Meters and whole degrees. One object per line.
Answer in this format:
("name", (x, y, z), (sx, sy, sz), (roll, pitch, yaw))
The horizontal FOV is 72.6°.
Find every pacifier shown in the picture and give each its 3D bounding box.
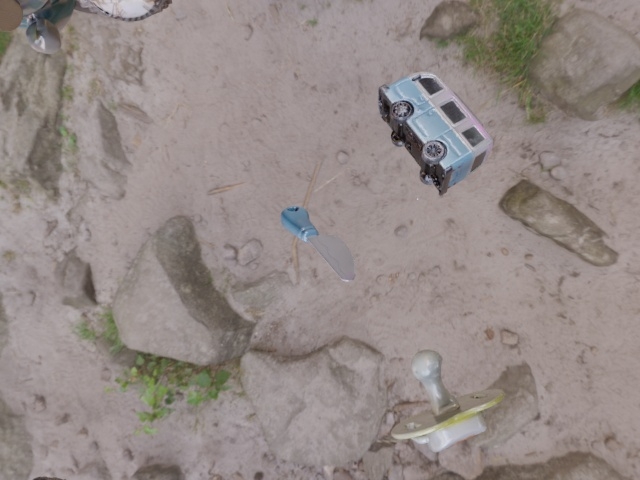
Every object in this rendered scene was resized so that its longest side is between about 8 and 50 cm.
("pacifier", (0.083, 0.109, 0.308), (0.083, 0.068, 0.064), (-17, 78, -12))

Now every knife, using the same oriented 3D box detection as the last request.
("knife", (0.002, -0.001, 0.691), (0.058, 0.244, 0.032), (-11, 119, -26))

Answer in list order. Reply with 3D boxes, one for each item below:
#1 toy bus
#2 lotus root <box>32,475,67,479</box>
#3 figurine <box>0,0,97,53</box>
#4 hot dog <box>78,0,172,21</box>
("toy bus", (0.119, -0.119, 0.458), (0.074, 0.060, 0.123), (-31, 69, -1))
("lotus root", (-0.345, 0.416, 0.560), (0.078, 0.329, 0.167), (-12, 98, -17))
("figurine", (-0.473, -0.457, 0.710), (0.361, 0.377, 0.267), (38, 111, 11))
("hot dog", (-0.187, -0.288, 0.375), (0.108, 0.191, 0.059), (-9, 51, -10))
